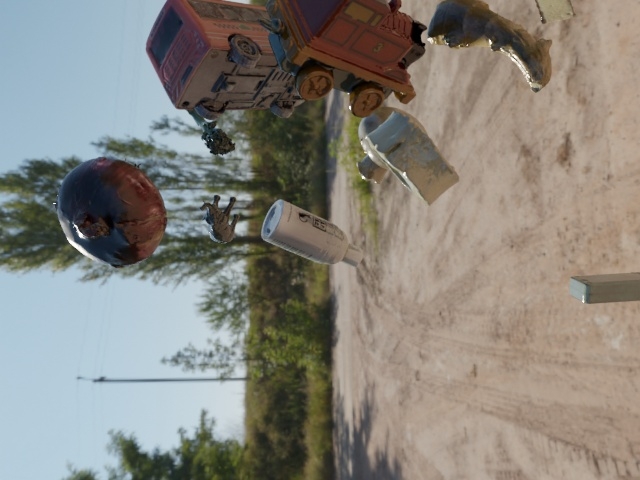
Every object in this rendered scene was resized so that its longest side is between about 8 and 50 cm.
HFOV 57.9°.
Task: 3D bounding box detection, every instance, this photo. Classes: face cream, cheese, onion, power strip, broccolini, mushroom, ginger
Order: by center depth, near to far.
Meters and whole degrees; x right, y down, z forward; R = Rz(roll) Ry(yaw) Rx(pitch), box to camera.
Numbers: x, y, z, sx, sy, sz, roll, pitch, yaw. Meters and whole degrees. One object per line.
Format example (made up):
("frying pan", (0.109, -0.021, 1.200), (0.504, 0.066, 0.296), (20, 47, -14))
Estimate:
("ginger", (0.329, -0.392, 1.134), (0.294, 0.131, 0.086), (47, 179, 27))
("cheese", (0.495, -0.586, 1.268), (0.400, 0.085, 0.034), (16, -106, -58))
("power strip", (0.745, 0.107, 1.366), (0.093, 0.288, 0.053), (-99, 6, -82))
("onion", (-0.567, -0.064, 1.539), (0.232, 0.314, 0.313), (-49, -35, -55))
("broccolini", (-0.358, -0.366, 1.715), (0.392, 0.079, 0.074), (47, 124, 39))
("cheese", (0.300, -0.265, 1.888), (0.292, 0.153, 0.332), (44, -172, -23))
("face cream", (0.000, 0.000, 1.906), (0.145, 0.370, 0.145), (-46, 32, 39))
("mushroom", (0.264, -0.361, 2.250), (0.290, 0.298, 0.297), (-52, 29, 37))

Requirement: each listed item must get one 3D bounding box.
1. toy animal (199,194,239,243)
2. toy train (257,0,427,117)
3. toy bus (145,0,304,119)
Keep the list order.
("toy animal", (-0.333, -0.086, 1.902), (0.269, 0.082, 0.137), (79, -156, -60))
("toy train", (0.053, -0.382, 1.097), (0.232, 0.369, 0.163), (-42, 56, 38))
("toy bus", (-0.179, -0.435, 1.374), (0.203, 0.427, 0.233), (-44, 73, 38))
